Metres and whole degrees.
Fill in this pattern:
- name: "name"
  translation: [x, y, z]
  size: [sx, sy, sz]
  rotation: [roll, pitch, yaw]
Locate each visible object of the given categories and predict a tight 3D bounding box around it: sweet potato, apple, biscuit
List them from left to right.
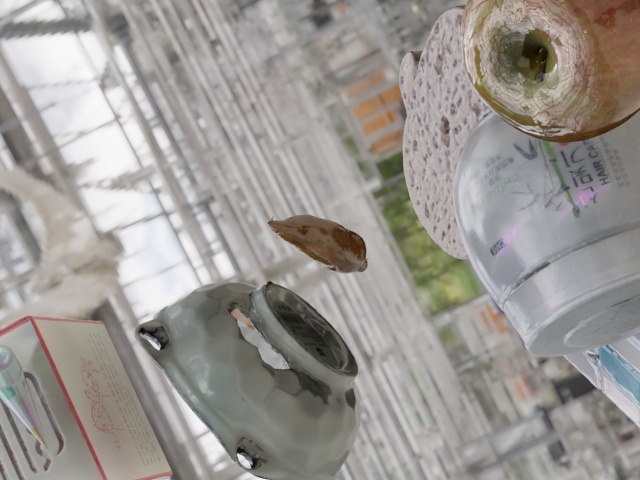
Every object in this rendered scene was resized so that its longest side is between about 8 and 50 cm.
- name: "sweet potato"
  translation: [0.000, 0.000, 1.413]
  size: [0.195, 0.056, 0.056]
  rotation: [27, -147, -52]
- name: "biscuit"
  translation: [0.228, -0.171, 2.009]
  size: [0.350, 0.070, 0.394]
  rotation: [59, 148, 36]
- name: "apple"
  translation: [0.228, -0.187, 1.205]
  size: [0.174, 0.188, 0.188]
  rotation: [-26, -90, -49]

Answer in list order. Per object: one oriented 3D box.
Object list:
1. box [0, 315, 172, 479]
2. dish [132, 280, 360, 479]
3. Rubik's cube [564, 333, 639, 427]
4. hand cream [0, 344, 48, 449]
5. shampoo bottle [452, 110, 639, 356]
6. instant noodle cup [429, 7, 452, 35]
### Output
- name: "box"
  translation: [-0.463, 0.317, 2.097]
  size: [0.314, 0.300, 0.312]
  rotation: [63, -172, 10]
- name: "dish"
  translation: [-0.050, 0.137, 1.459]
  size: [0.303, 0.120, 0.303]
  rotation: [41, -167, -12]
- name: "Rubik's cube"
  translation: [0.538, 0.042, 2.158]
  size: [0.347, 0.344, 0.346]
  rotation: [44, 167, 30]
- name: "hand cream"
  translation: [-0.398, 0.205, 1.733]
  size: [0.076, 0.047, 0.174]
  rotation: [50, 163, 36]
- name: "shampoo bottle"
  translation: [0.296, -0.023, 1.477]
  size: [0.273, 0.273, 0.266]
  rotation: [54, -164, -65]
- name: "instant noodle cup"
  translation: [0.266, -0.356, 2.267]
  size: [0.127, 0.127, 0.135]
  rotation: [64, 164, 0]
